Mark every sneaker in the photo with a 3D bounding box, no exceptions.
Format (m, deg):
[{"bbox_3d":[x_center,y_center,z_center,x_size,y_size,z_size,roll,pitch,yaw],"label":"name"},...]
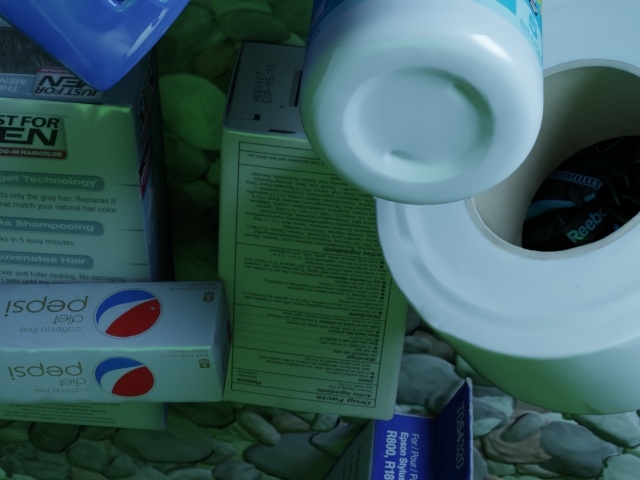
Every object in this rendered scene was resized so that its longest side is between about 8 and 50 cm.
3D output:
[{"bbox_3d":[0.241,-0.041,1.184,0.341,0.139,0.125,-38,95,28],"label":"sneaker"}]

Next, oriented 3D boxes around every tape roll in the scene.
[{"bbox_3d":[0.182,-0.033,1.063,0.286,0.286,0.100,-17,144,23],"label":"tape roll"}]

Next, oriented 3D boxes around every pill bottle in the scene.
[{"bbox_3d":[0.069,-0.158,1.030,0.146,0.264,0.146,3,135,3],"label":"pill bottle"}]

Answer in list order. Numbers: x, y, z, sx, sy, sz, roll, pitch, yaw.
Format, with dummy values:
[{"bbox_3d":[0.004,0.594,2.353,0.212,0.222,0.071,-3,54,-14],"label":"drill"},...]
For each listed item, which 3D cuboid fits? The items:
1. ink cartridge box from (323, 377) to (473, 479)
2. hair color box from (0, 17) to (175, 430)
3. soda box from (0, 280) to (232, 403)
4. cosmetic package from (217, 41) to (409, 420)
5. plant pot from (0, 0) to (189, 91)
[{"bbox_3d":[0.037,0.329,1.467,0.071,0.324,0.330,19,133,-13],"label":"ink cartridge box"},{"bbox_3d":[-0.222,-0.007,1.323,0.185,0.113,0.374,4,135,3],"label":"hair color box"},{"bbox_3d":[-0.182,0.082,1.274,0.216,0.074,0.069,-2,134,7],"label":"soda box"},{"bbox_3d":[0.000,0.000,1.300,0.160,0.113,0.309,7,135,1],"label":"cosmetic package"},{"bbox_3d":[-0.137,-0.275,0.975,0.212,0.236,0.236,-34,122,26],"label":"plant pot"}]
